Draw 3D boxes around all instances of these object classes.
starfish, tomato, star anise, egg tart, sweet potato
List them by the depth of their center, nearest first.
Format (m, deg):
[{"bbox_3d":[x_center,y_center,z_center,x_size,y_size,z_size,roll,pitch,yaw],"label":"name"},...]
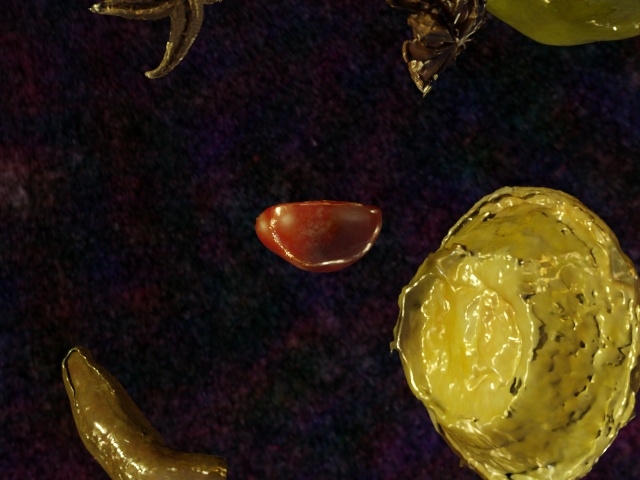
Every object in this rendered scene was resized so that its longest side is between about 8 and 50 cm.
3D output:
[{"bbox_3d":[0.098,-0.199,0.960,0.097,0.070,0.191,-41,164,4],"label":"star anise"},{"bbox_3d":[0.197,0.110,1.193,0.132,0.345,0.345,2,124,-39],"label":"egg tart"},{"bbox_3d":[-0.218,0.235,1.302,0.112,0.286,0.085,-45,150,-9],"label":"sweet potato"},{"bbox_3d":[-0.166,-0.307,1.314,0.238,0.057,0.213,-8,103,-20],"label":"starfish"},{"bbox_3d":[-0.008,0.001,1.478,0.174,0.082,0.166,3,167,-30],"label":"tomato"}]

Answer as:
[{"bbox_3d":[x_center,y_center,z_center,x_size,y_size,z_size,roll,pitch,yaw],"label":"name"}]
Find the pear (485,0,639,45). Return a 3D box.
[{"bbox_3d":[0.276,-0.345,1.114,0.294,0.294,0.294,-12,128,-16],"label":"pear"}]
